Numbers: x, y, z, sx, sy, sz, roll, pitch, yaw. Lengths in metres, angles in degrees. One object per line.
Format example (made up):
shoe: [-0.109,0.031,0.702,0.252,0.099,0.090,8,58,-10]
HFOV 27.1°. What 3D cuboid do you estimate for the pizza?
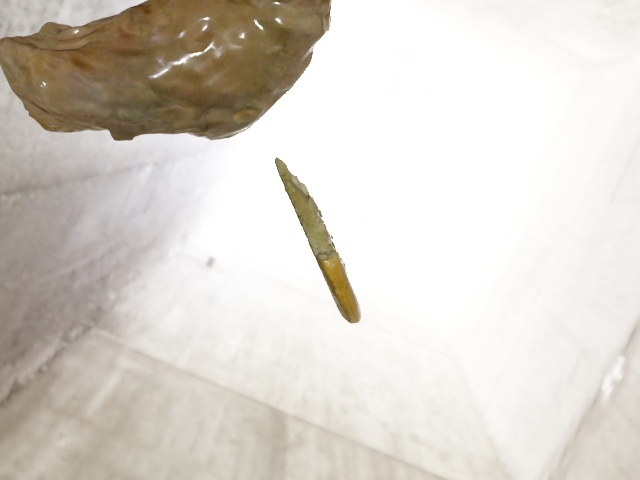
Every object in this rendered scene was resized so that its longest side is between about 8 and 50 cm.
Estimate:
pizza: [0.000,0.000,1.687,0.181,0.034,0.262,65,0,-52]

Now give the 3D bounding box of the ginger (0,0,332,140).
ginger: [-0.029,-0.124,0.629,0.290,0.122,0.084,-31,-126,19]
